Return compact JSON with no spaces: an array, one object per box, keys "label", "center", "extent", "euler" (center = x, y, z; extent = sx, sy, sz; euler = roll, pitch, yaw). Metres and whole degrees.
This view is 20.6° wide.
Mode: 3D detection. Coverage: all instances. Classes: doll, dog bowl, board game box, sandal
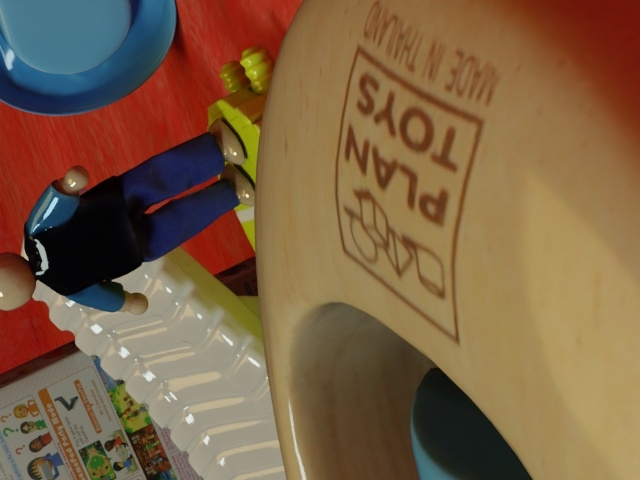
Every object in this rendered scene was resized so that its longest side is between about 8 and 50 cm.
[{"label":"doll","center":[-0.133,-0.004,1.149],"extent":[0.046,0.189,0.129],"euler":[46,157,47]},{"label":"dog bowl","center":[-0.211,-0.235,1.333],"extent":[0.074,0.165,0.297],"euler":[-115,10,-47]},{"label":"board game box","center":[-0.137,0.175,1.431],"extent":[0.224,0.303,0.097],"euler":[68,163,-9]},{"label":"sandal","center":[-0.047,0.107,1.346],"extent":[0.169,0.102,0.416],"euler":[-31,105,40]}]

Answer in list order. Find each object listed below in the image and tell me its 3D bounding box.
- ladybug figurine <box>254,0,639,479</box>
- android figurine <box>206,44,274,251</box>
[{"label":"ladybug figurine","center":[0.108,0.092,0.542],"extent":[0.305,0.161,0.449],"euler":[40,147,49]},{"label":"android figurine","center":[0.000,0.000,1.183],"extent":[0.273,0.056,0.248],"euler":[65,165,-2]}]
